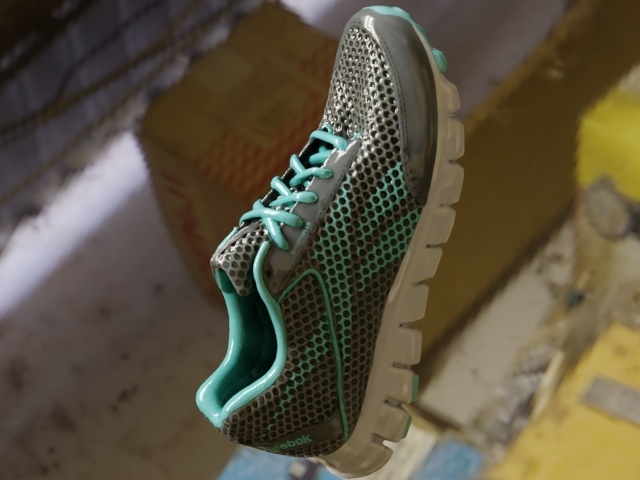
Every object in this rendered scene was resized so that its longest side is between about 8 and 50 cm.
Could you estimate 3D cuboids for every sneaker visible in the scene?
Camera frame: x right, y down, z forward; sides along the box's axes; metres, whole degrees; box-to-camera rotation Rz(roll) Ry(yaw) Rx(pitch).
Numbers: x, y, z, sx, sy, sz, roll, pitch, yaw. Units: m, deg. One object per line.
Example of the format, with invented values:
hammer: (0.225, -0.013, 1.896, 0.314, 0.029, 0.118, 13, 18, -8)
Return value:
sneaker: (0.000, 0.000, 0.683, 0.076, 0.065, 0.167, 6, -86, -31)
